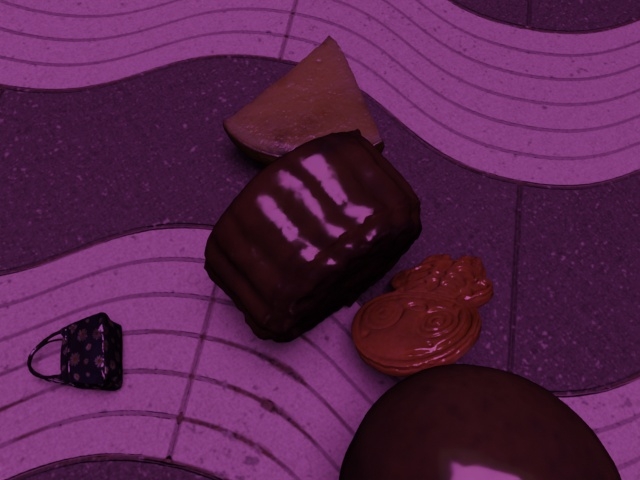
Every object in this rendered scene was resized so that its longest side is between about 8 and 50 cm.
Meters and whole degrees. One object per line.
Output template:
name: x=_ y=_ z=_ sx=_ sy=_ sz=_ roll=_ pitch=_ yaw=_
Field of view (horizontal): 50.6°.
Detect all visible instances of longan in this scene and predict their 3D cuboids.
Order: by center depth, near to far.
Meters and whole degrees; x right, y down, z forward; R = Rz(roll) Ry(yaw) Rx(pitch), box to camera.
longan: x=0.204 y=0.336 z=0.868 sx=0.361 sy=0.361 sz=0.360 roll=2 pitch=63 yaw=-3

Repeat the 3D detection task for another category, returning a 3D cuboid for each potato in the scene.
potato: x=-0.049 y=-0.218 z=1.240 sx=0.255 sy=0.112 sz=0.269 roll=-17 pitch=62 yaw=-8

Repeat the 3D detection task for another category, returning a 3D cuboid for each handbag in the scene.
handbag: x=-0.379 y=0.177 z=1.034 sx=0.139 sy=0.072 sz=0.115 roll=-8 pitch=65 yaw=-3

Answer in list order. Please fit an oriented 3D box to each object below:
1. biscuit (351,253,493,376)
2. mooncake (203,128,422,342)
biscuit: x=0.166 y=0.104 z=1.057 sx=0.202 sy=0.044 sz=0.288 roll=7 pitch=38 yaw=38
mooncake: x=-0.002 y=0.000 z=1.015 sx=0.324 sy=0.324 sz=0.187 roll=-34 pitch=74 yaw=-19
